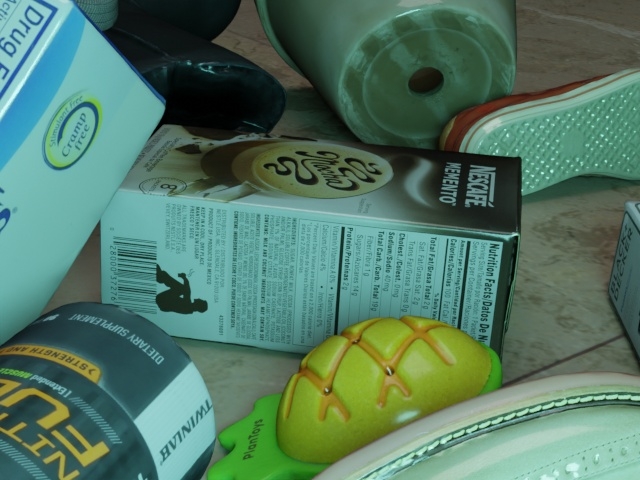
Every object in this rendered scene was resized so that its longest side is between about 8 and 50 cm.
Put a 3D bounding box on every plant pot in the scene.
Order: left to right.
[{"bbox_3d":[0.090,-0.246,1.303,0.323,0.323,0.280,-1,41,-10],"label":"plant pot"}]

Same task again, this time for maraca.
[{"bbox_3d":[0.020,0.104,0.695,0.185,0.099,0.127,-19,18,13],"label":"maraca"}]

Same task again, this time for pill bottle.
[{"bbox_3d":[-0.156,0.134,0.551,0.130,0.130,0.246,11,25,17],"label":"pill bottle"}]

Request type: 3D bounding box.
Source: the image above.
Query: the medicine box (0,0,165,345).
[{"bbox_3d":[-0.293,-0.059,0.711,0.289,0.263,0.149,29,-7,20],"label":"medicine box"}]

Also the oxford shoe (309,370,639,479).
[{"bbox_3d":[0.176,0.155,0.547,0.396,0.141,0.146,-3,31,-10],"label":"oxford shoe"}]

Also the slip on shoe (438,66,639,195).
[{"bbox_3d":[0.269,-0.118,1.217,0.331,0.123,0.101,-13,24,-24],"label":"slip on shoe"}]

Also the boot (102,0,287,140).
[{"bbox_3d":[-0.166,-0.223,1.330,0.367,0.146,0.445,-23,27,-23],"label":"boot"}]

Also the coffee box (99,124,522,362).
[{"bbox_3d":[0.000,0.000,0.893,0.297,0.119,0.168,6,23,7],"label":"coffee box"}]

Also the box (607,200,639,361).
[{"bbox_3d":[0.317,0.068,0.821,0.169,0.087,0.290,4,23,1],"label":"box"}]

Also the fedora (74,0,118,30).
[{"bbox_3d":[-0.306,-0.216,0.962,0.275,0.124,0.244,11,32,-48],"label":"fedora"}]
